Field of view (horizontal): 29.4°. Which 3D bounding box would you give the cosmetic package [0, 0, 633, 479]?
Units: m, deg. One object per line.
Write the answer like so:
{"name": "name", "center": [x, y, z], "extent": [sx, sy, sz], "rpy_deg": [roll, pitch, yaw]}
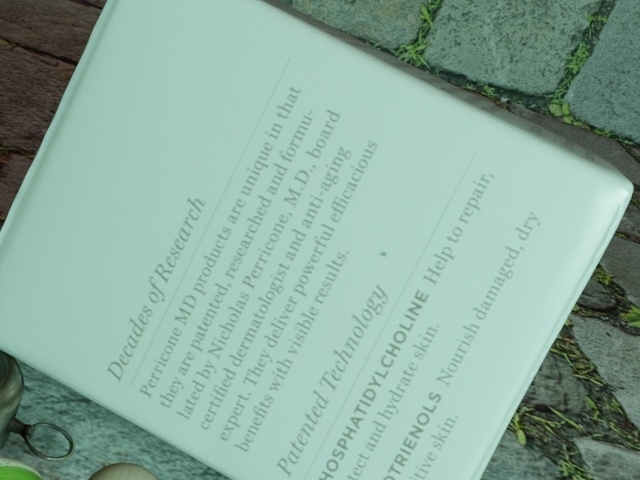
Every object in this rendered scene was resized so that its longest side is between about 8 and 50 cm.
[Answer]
{"name": "cosmetic package", "center": [0.000, 0.000, 1.013], "extent": [0.394, 0.327, 0.329], "rpy_deg": [28, 10, 8]}

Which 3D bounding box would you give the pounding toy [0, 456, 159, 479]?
{"name": "pounding toy", "center": [-0.206, 0.204, 0.667], "extent": [0.237, 0.183, 0.110], "rpy_deg": [5, 54, -46]}

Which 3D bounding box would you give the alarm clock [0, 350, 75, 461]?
{"name": "alarm clock", "center": [-0.269, 0.114, 0.905], "extent": [0.192, 0.064, 0.129], "rpy_deg": [27, 22, -2]}
